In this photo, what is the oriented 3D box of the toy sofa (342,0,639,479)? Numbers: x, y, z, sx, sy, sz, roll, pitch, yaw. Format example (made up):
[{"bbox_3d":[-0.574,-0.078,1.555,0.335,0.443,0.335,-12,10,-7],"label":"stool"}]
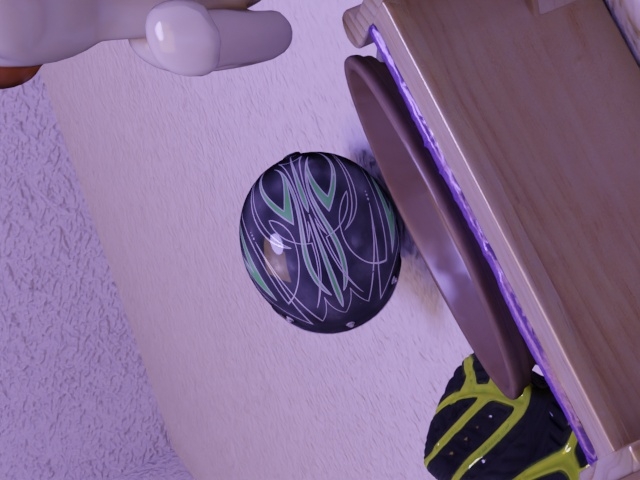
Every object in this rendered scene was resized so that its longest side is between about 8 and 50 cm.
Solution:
[{"bbox_3d":[0.159,-0.023,1.215,0.362,0.150,0.177,63,165,10],"label":"toy sofa"}]

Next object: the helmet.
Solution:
[{"bbox_3d":[0.000,0.000,1.822,0.161,0.169,0.169,-101,-9,-76],"label":"helmet"}]

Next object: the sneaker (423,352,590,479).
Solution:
[{"bbox_3d":[0.213,0.174,1.401,0.145,0.147,0.385,-66,20,4],"label":"sneaker"}]

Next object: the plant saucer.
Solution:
[{"bbox_3d":[0.093,-0.015,1.384,0.277,0.041,0.278,64,177,7],"label":"plant saucer"}]

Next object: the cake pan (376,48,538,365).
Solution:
[{"bbox_3d":[0.133,-0.046,1.471,0.293,0.054,0.293,58,164,27],"label":"cake pan"}]

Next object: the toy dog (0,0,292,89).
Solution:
[{"bbox_3d":[-0.133,-0.268,1.354,0.395,0.408,0.284,50,158,48],"label":"toy dog"}]
